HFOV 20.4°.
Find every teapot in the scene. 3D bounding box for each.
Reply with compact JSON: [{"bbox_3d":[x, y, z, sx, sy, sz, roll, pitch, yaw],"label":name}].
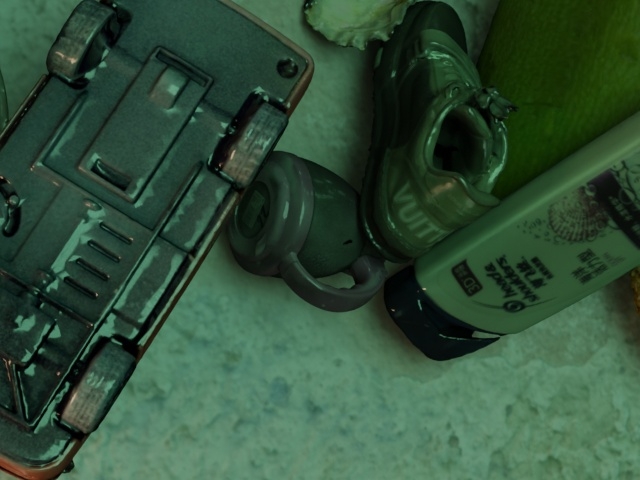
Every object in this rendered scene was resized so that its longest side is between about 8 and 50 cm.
[{"bbox_3d":[0.003,-0.010,1.637,0.146,0.148,0.116,13,103,-36],"label":"teapot"}]

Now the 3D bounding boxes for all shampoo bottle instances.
[{"bbox_3d":[0.235,-0.005,1.658,0.359,0.078,0.134,-34,123,19],"label":"shampoo bottle"}]

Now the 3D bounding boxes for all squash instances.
[{"bbox_3d":[0.262,-0.133,1.754,0.234,0.210,0.309,20,112,6],"label":"squash"}]

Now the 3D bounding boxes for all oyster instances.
[{"bbox_3d":[0.045,-0.240,1.717,0.122,0.045,0.146,4,59,-7],"label":"oyster"}]

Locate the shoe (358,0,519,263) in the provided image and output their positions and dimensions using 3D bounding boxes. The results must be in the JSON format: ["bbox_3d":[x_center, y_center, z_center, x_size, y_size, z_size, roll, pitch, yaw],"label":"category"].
[{"bbox_3d":[0.128,-0.121,1.652,0.109,0.149,0.293,35,51,-33],"label":"shoe"}]

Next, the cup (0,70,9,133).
[{"bbox_3d":[-0.351,-0.159,1.463,0.301,0.227,0.257,44,62,-46],"label":"cup"}]

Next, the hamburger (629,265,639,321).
[{"bbox_3d":[0.450,0.031,1.813,0.294,0.179,0.276,13,77,-19],"label":"hamburger"}]

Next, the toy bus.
[{"bbox_3d":[-0.195,-0.010,1.486,0.203,0.233,0.427,32,71,-1],"label":"toy bus"}]
